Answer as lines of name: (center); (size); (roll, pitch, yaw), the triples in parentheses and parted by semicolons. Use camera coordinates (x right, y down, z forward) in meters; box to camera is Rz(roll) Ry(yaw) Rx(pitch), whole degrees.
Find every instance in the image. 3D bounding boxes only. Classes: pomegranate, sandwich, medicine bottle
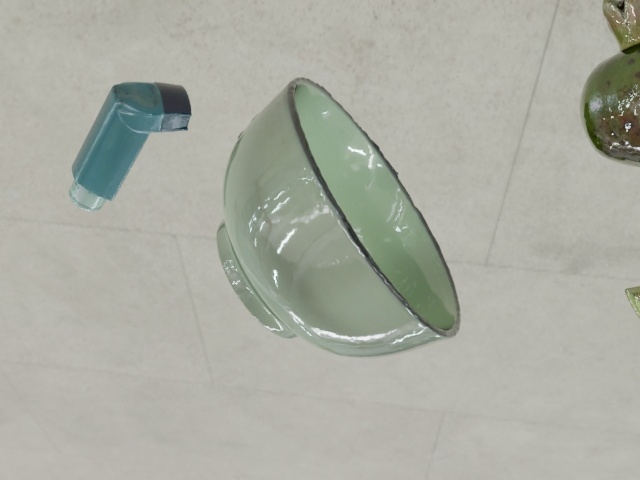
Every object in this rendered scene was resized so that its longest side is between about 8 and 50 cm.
pomegranate: (0.252, -0.125, 0.577); (0.115, 0.142, 0.114); (-13, 179, 0)
sandwich: (0.467, 0.085, 1.072); (0.083, 0.044, 0.031); (47, 170, -38)
medicine bottle: (-0.315, -0.151, 1.209); (0.124, 0.079, 0.258); (9, 133, -41)

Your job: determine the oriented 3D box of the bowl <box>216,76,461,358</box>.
bowl: (0.000, 0.000, 0.906); (0.185, 0.354, 0.354); (-32, 128, 19)
